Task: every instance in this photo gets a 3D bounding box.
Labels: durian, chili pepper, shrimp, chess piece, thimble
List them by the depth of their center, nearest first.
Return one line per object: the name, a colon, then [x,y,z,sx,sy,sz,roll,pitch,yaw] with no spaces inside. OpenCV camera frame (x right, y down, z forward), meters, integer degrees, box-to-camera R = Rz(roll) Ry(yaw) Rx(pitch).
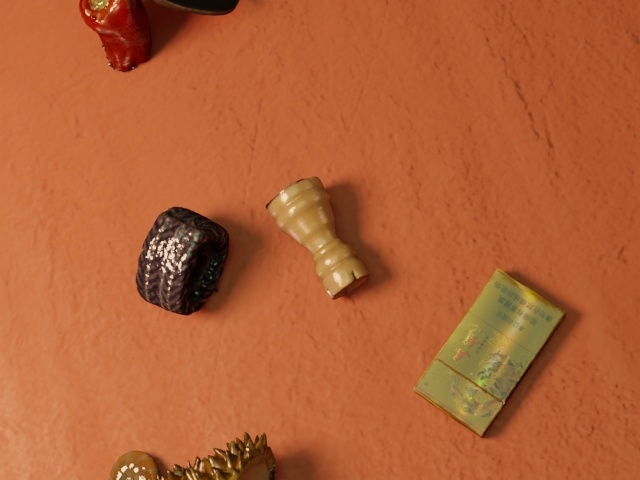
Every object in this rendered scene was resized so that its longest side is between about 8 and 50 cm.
durian: [-0.125,0.303,1.567,0.144,0.139,0.252,-1,62,45]
shrimp: [-0.190,0.269,1.621,0.059,0.023,0.108,-7,73,14]
thimble: [-0.143,0.021,1.653,0.066,0.095,0.104,23,113,22]
chess piece: [0.000,0.000,1.659,0.066,0.066,0.122,-30,79,-3]
chili pepper: [-0.220,-0.239,1.718,0.070,0.123,0.073,20,75,11]

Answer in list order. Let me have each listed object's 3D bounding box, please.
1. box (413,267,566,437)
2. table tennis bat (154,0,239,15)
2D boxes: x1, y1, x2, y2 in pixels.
box: [0.173,0.114,1.623,0.089,0.022,0.156,35,80,15]
table tennis bat: [-0.190,-0.297,1.695,0.022,0.246,0.138,-52,53,32]
